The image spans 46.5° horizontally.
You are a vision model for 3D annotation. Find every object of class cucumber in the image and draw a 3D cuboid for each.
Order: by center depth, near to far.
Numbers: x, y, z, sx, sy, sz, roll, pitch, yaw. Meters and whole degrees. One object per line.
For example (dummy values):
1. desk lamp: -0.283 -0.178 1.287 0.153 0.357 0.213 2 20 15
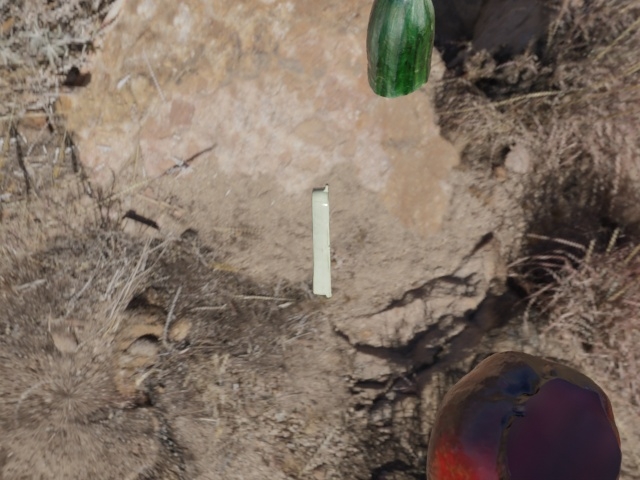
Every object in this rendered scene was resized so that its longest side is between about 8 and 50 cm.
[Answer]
1. cucumber: 0.054 -0.142 0.510 0.048 0.105 0.048 -2 67 4

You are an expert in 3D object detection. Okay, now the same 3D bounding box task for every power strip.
1. power strip: 0.003 -0.001 1.789 0.048 0.080 0.286 -1 115 -1

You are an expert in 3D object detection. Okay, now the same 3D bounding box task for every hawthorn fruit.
1. hawthorn fruit: 0.212 0.245 0.802 0.215 0.250 0.215 1 37 -1
